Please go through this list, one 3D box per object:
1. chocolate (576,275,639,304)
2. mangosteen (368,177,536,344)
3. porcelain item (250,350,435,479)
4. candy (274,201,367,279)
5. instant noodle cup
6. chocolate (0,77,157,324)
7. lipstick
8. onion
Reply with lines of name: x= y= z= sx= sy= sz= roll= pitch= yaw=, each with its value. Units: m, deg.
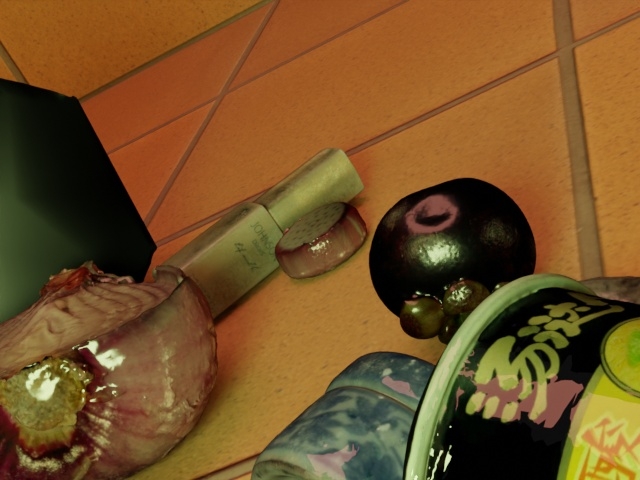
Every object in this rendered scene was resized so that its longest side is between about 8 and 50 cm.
chocolate: x=0.217 y=0.054 z=0.858 sx=0.167 sy=0.072 sz=0.072 roll=-14 pitch=25 yaw=39
mangosteen: x=0.109 y=0.028 z=1.031 sx=0.137 sy=0.137 sz=0.151 roll=-23 pitch=55 yaw=22
porcelain item: x=0.046 y=0.148 z=0.767 sx=0.114 sy=0.147 sz=0.147 roll=-43 pitch=22 yaw=-29
candy: x=0.000 y=0.000 z=1.357 sx=0.103 sy=0.043 sz=0.103 roll=-27 pitch=20 yaw=11
instant noodle cup: x=0.185 y=0.127 z=0.561 sx=0.236 sy=0.215 sz=0.215 roll=4 pitch=39 yaw=44
chocolate: x=-0.424 y=0.005 z=1.593 sx=0.384 sy=0.383 sz=0.331 roll=-35 pitch=6 yaw=-11
lipstick: x=-0.065 y=-0.010 z=1.423 sx=0.253 sy=0.079 sz=0.077 roll=-40 pitch=19 yaw=-21
onion: x=-0.215 y=0.129 z=1.202 sx=0.267 sy=0.159 sz=0.348 roll=-19 pitch=13 yaw=1
